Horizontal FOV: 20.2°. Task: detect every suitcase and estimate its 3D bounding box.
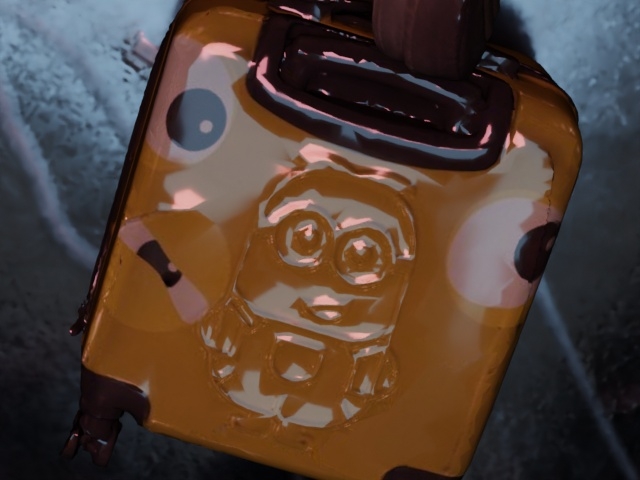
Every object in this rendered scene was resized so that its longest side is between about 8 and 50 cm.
[{"bbox_3d":[0.000,0.000,0.816,0.193,0.143,0.235,17,108,-5],"label":"suitcase"}]

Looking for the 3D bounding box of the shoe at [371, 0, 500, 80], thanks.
[{"bbox_3d":[0.016,-0.212,0.735,0.149,0.109,0.293,8,79,6],"label":"shoe"}]
